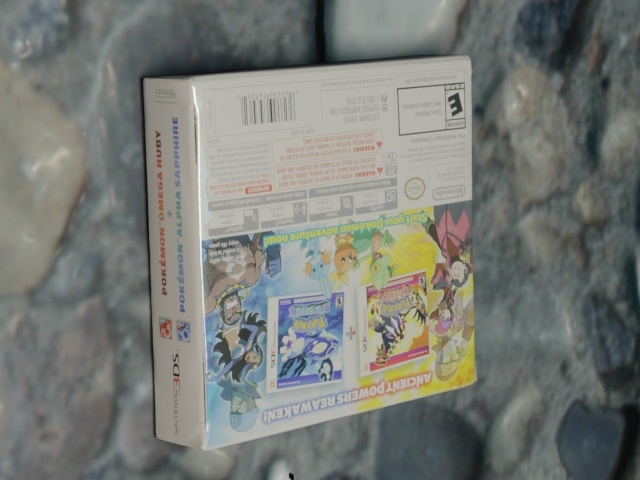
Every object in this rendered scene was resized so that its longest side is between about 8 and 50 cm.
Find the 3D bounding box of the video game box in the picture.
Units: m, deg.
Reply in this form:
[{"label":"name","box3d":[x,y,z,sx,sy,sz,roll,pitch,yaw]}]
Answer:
[{"label":"video game box","box3d":[0.000,0.000,1.042,0.205,0.048,0.187,-9,99,-43]}]
